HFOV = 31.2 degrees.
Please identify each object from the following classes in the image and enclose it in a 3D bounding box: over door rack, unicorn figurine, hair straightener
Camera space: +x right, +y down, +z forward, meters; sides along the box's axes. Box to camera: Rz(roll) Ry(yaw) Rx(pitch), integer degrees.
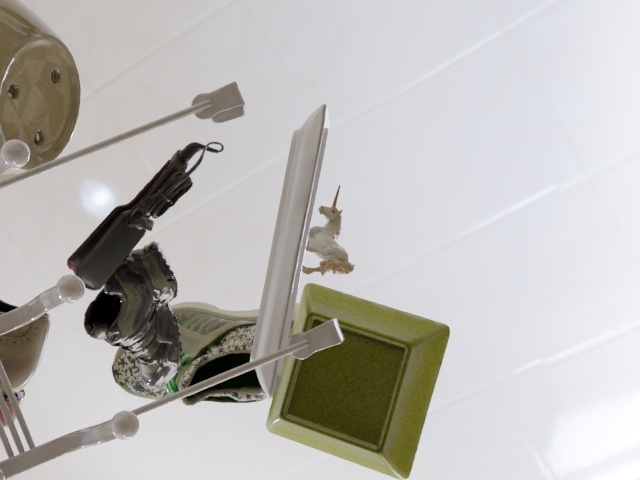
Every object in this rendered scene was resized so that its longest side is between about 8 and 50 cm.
[{"bbox_3d":[-0.157,0.026,0.903,0.240,0.324,0.108,68,163,2],"label":"over door rack"},{"bbox_3d":[0.000,0.000,1.642,0.111,0.060,0.162,-3,-130,-29],"label":"unicorn figurine"},{"bbox_3d":[-0.193,-0.029,1.317,0.047,0.230,0.089,49,176,-30],"label":"hair straightener"}]

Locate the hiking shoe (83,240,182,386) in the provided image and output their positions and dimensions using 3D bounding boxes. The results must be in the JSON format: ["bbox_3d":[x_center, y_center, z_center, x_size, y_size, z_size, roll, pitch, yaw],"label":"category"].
[{"bbox_3d":[-0.236,0.099,1.415,0.086,0.114,0.227,-122,26,-44],"label":"hiking shoe"}]

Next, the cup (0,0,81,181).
[{"bbox_3d":[-0.443,-0.187,1.426,0.331,0.236,0.331,-43,-41,-53],"label":"cup"}]

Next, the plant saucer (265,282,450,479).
[{"bbox_3d":[0.034,0.162,1.328,0.045,0.188,0.188,10,-84,-70],"label":"plant saucer"}]

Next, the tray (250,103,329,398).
[{"bbox_3d":[-0.030,0.009,1.093,0.145,0.030,0.271,33,-112,-88],"label":"tray"}]

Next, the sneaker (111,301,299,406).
[{"bbox_3d":[-0.177,0.180,1.684,0.182,0.410,0.158,-26,-78,-55],"label":"sneaker"}]

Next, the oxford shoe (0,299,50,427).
[{"bbox_3d":[-0.404,0.034,1.081,0.348,0.130,0.123,30,-173,6],"label":"oxford shoe"}]
